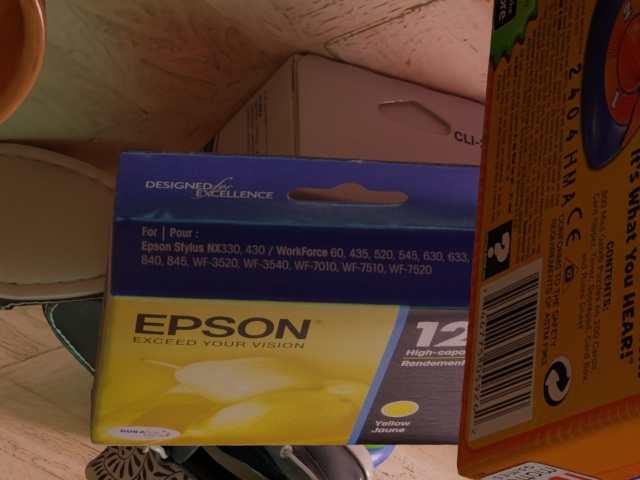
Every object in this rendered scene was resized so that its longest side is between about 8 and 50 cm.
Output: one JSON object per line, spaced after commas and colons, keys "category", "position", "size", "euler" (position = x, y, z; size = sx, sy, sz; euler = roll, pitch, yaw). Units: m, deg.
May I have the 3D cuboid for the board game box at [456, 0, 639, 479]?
{"category": "board game box", "position": [0.324, -0.040, 1.038], "size": [0.356, 0.356, 0.356], "euler": [15, 158, -22]}

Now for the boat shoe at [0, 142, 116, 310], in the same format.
{"category": "boat shoe", "position": [-0.274, 0.000, 1.392], "size": [0.324, 0.116, 0.096], "euler": [2, 155, -1]}

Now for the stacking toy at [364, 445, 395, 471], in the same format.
{"category": "stacking toy", "position": [0.040, 0.126, 1.630], "size": [0.141, 0.141, 0.330], "euler": [15, 143, -28]}

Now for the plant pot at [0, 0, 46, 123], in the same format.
{"category": "plant pot", "position": [-0.281, -0.187, 0.962], "size": [0.291, 0.203, 0.291], "euler": [-3, 151, -1]}

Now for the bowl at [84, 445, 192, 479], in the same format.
{"category": "bowl", "position": [-0.122, 0.204, 1.770], "size": [0.170, 0.080, 0.170], "euler": [21, -171, -3]}

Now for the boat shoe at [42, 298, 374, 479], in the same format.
{"category": "boat shoe", "position": [-0.095, 0.134, 1.548], "size": [0.319, 0.099, 0.116], "euler": [39, 129, -12]}

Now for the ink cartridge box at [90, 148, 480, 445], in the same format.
{"category": "ink cartridge box", "position": [0.003, 0.052, 1.320], "size": [0.304, 0.072, 0.307], "euler": [2, 151, -8]}

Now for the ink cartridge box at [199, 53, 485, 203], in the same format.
{"category": "ink cartridge box", "position": [0.000, 0.000, 1.409], "size": [0.197, 0.114, 0.273], "euler": [14, 145, -26]}
